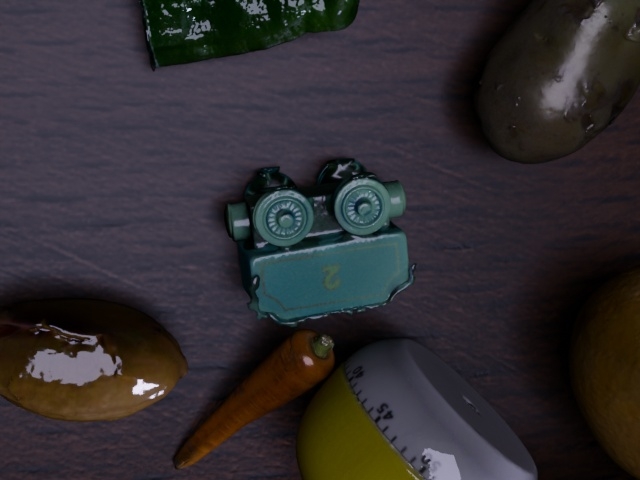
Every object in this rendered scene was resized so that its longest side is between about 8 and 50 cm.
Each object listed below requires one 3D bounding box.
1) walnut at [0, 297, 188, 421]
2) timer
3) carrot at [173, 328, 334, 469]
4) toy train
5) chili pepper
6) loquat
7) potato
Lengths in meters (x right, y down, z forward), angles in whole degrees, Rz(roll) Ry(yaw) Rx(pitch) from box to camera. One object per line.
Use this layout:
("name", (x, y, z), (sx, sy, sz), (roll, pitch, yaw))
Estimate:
("walnut", (-0.262, 0.126, 1.287), (0.245, 0.137, 0.137), (7, 96, -21))
("timer", (0.071, 0.270, 1.324), (0.285, 0.285, 0.285), (-2, 98, -12))
("carrot", (-0.074, 0.180, 1.353), (0.061, 0.061, 0.257), (42, 114, -14))
("toy train", (0.000, 0.000, 1.341), (0.203, 0.112, 0.163), (-9, 107, -9))
("chili pepper", (-0.061, -0.269, 1.292), (0.270, 0.099, 0.136), (-9, 91, -7))
("loquat", (0.423, 0.150, 1.376), (0.275, 0.275, 0.275), (-2, 98, -12))
("potato", (0.279, -0.202, 1.354), (0.165, 0.165, 0.262), (28, 97, -15))
